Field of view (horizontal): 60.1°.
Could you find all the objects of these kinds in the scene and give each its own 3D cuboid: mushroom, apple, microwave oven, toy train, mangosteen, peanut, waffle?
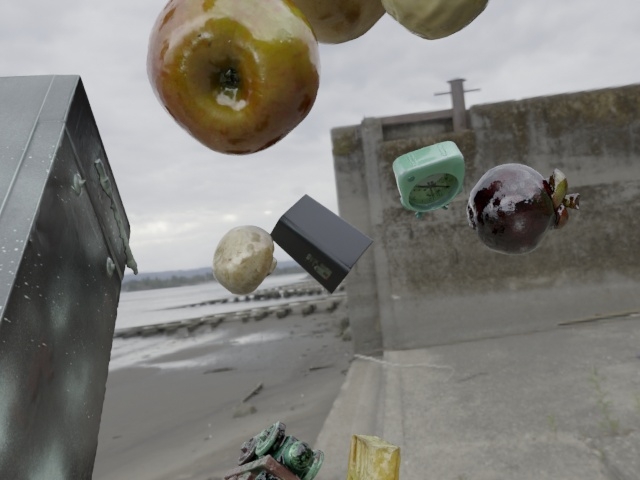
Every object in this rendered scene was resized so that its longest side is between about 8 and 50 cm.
[{"bbox_3d":[-0.172,0.046,1.268,0.127,0.166,0.166,35,-29,-33],"label":"mushroom"},{"bbox_3d":[-0.150,-0.284,0.916,0.301,0.301,0.301,-6,-3,0],"label":"apple"},{"bbox_3d":[-0.379,0.070,0.489,0.374,0.432,0.236,-3,-44,-6],"label":"microwave oven"},{"bbox_3d":[-0.125,0.529,1.197,0.221,0.150,0.304,-54,4,-40],"label":"toy train"},{"bbox_3d":[0.492,-0.079,1.342,0.265,0.228,0.228,-10,-4,8],"label":"mangosteen"},{"bbox_3d":[0.129,-0.287,0.491,0.111,0.274,0.125,35,-18,-11],"label":"peanut"},{"bbox_3d":[0.084,0.435,0.977,0.057,0.168,0.274,11,-14,-1],"label":"waffle"}]

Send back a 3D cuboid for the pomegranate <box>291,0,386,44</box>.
[{"bbox_3d":[0.021,-0.633,1.210,0.416,0.417,0.416,-6,-3,0],"label":"pomegranate"}]

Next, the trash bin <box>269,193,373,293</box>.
[{"bbox_3d":[0.000,0.000,1.468,0.165,0.225,0.115,-47,-5,-45],"label":"trash bin"}]

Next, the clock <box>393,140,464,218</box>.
[{"bbox_3d":[0.260,-0.133,1.330,0.159,0.066,0.211,-16,-38,0],"label":"clock"}]
